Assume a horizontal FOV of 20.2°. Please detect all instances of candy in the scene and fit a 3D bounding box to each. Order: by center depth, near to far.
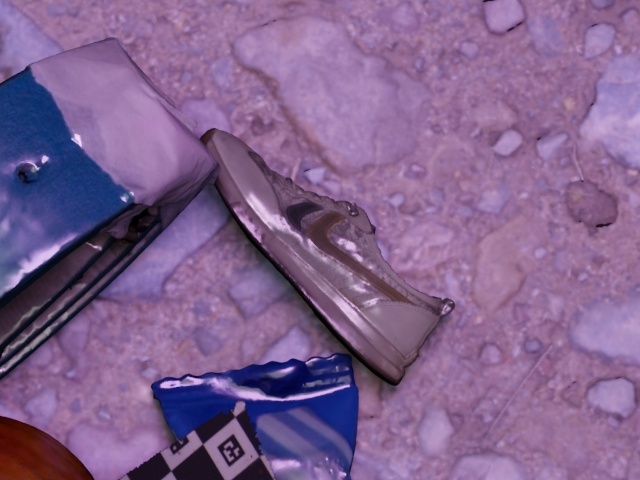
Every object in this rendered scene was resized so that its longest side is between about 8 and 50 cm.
[{"bbox_3d":[-0.037,0.268,1.546,0.187,0.077,0.331,-6,81,-4],"label":"candy"}]

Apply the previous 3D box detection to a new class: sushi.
[{"bbox_3d":[-0.118,0.264,1.500,0.210,0.040,0.193,-31,73,23],"label":"sushi"}]

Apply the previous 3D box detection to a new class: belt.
[{"bbox_3d":[-0.288,0.022,1.453,0.436,0.300,0.173,-43,86,-2],"label":"belt"}]

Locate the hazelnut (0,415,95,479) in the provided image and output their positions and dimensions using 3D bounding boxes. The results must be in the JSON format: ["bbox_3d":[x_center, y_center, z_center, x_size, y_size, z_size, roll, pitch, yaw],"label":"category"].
[{"bbox_3d":[-0.263,0.255,1.482,0.181,0.212,0.181,-6,52,-31],"label":"hazelnut"}]

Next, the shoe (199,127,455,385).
[{"bbox_3d":[0.000,0.000,1.567,0.098,0.103,0.275,-43,92,-7],"label":"shoe"}]
